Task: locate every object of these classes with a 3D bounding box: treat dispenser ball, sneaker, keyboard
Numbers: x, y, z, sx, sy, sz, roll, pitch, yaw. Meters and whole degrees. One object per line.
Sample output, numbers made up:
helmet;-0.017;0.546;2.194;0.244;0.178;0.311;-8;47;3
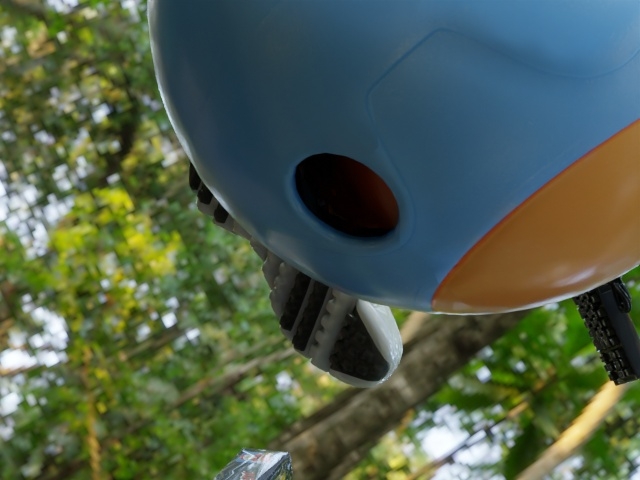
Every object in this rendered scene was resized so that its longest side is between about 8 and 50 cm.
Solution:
treat dispenser ball;0.065;-0.109;0.691;0.288;0.288;0.288;36;-39;36
sneaker;0.000;0.000;1.299;0.292;0.118;0.110;56;-45;32
keyboard;0.249;0.044;1.379;0.180;0.023;0.108;66;-16;7

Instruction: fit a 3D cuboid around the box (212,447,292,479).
box;-0.079;0.279;1.147;0.044;0.233;0.159;3;-71;21
